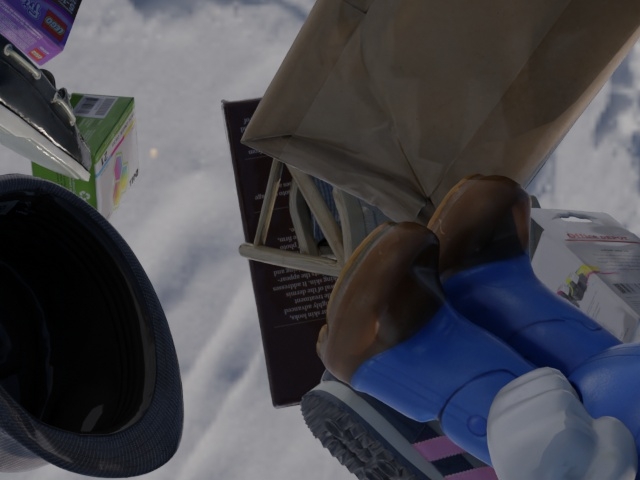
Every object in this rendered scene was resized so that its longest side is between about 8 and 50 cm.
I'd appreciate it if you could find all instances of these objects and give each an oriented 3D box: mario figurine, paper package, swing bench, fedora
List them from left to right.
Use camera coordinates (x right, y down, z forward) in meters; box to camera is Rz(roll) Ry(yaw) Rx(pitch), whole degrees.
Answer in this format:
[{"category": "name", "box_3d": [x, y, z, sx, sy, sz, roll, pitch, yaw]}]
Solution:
[{"category": "fedora", "box_3d": [-0.237, 0.085, 1.160, 0.243, 0.124, 0.276, 5, 57, -52]}, {"category": "swing bench", "box_3d": [0.086, -0.006, 1.586, 0.253, 0.254, 0.165, 2, 113, -31]}, {"category": "paper package", "box_3d": [0.119, -0.197, 0.937, 0.309, 0.168, 0.325, -58, -175, 34]}, {"category": "mario figurine", "box_3d": [0.167, 0.074, 0.576, 0.198, 0.320, 0.170, -48, 162, -21]}]

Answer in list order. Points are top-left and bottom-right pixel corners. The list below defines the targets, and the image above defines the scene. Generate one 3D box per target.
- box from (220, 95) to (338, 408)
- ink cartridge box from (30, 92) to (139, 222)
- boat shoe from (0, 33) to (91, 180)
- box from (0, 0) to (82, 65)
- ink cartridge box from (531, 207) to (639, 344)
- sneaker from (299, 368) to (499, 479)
[{"category": "box", "box_3d": [0.000, 0.000, 1.814, 0.143, 0.191, 0.382, -144, -136, -85]}, {"category": "ink cartridge box", "box_3d": [-0.324, -0.054, 2.050, 0.189, 0.097, 0.255, -71, 163, -58]}, {"category": "boat shoe", "box_3d": [-0.308, -0.141, 1.552, 0.302, 0.114, 0.091, 52, 59, -75]}, {"category": "box", "box_3d": [-0.466, -0.414, 2.080, 0.293, 0.057, 0.201, 41, 39, -30]}, {"category": "ink cartridge box", "box_3d": [0.248, 0.043, 1.244, 0.104, 0.181, 0.062, 3, 119, -30]}, {"category": "sneaker", "box_3d": [0.137, 0.196, 1.231, 0.319, 0.112, 0.131, 45, 60, -8]}]
